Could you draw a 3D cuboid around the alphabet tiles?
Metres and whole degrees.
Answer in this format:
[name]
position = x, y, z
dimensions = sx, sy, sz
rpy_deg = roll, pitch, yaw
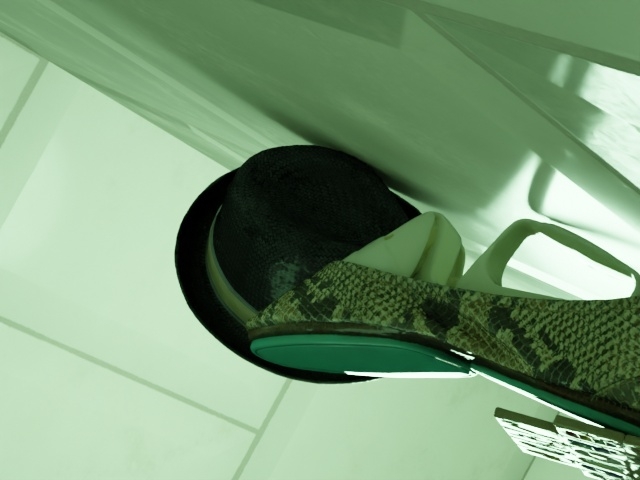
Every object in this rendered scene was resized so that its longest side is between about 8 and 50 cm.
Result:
[alphabet tiles]
position = 0.305, 0.207, 1.349
dimensions = 0.285, 0.011, 0.342
rpy_deg = 14, 168, 17

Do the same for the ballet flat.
[ballet flat]
position = 0.148, 0.064, 1.401
dimensions = 0.483, 0.182, 0.164
rpy_deg = 8, 167, 39

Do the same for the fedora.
[fedora]
position = 0.000, 0.000, 1.726
dimensions = 0.334, 0.334, 0.152
rpy_deg = 28, 147, 13
